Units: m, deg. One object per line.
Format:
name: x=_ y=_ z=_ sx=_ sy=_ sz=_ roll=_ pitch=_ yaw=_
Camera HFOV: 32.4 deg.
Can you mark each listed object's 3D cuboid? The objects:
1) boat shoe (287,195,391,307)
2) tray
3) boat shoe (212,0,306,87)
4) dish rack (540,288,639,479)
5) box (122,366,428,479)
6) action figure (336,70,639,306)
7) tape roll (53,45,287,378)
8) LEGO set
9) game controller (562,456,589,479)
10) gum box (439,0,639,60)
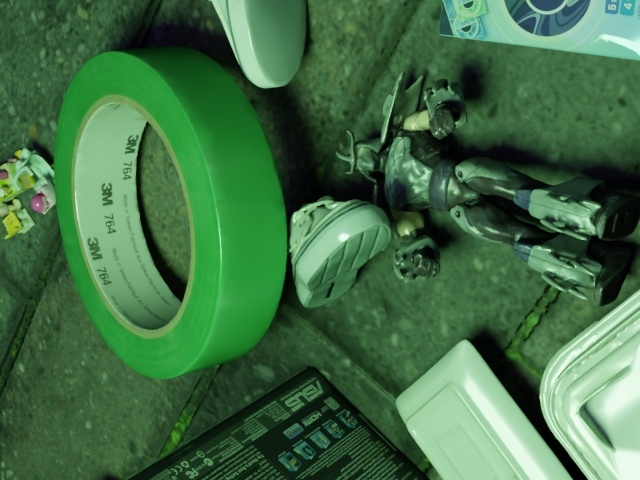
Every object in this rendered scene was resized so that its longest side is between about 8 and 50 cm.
boat shoe: x=0.000 y=0.000 z=0.995 sx=0.076 sy=0.083 sz=0.226 roll=63 pitch=161 yaw=12
tray: x=0.171 y=0.233 z=1.003 sx=0.270 sy=0.030 sz=0.145 roll=54 pitch=140 yaw=14
boat shoe: x=-0.079 y=-0.265 z=1.023 sx=0.084 sy=0.095 sz=0.258 roll=-9 pitch=89 yaw=38
dish rack: x=0.349 y=0.128 z=0.817 sx=0.333 sy=0.072 sz=0.285 roll=-43 pitch=72 yaw=21
box: x=-0.018 y=0.302 z=0.959 sx=0.318 sy=0.395 sz=0.097 roll=41 pitch=120 yaw=15
action figure: x=0.128 y=-0.041 z=0.944 sx=0.285 sy=0.099 sz=0.185 roll=22 pitch=128 yaw=31
tape roll: x=-0.157 y=-0.028 z=1.084 sx=0.321 sy=0.077 sz=0.321 roll=17 pitch=113 yaw=49
LEGO set: x=-0.416 y=-0.003 z=1.299 sx=0.132 sy=0.107 sz=0.287 roll=48 pitch=124 yaw=12
game controller: x=0.337 y=0.291 z=0.926 sx=0.319 sy=0.067 sz=0.166 roll=44 pitch=123 yaw=15
gum box: x=0.191 y=-0.233 z=0.879 sx=0.184 sy=0.041 sz=0.157 roll=13 pitch=111 yaw=29
